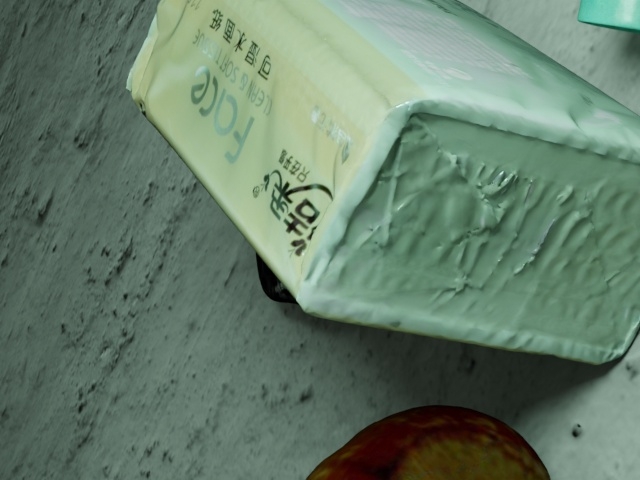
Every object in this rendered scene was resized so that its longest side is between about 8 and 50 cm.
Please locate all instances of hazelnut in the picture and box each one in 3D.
[{"bbox_3d":[0.079,0.248,1.031,0.218,0.234,0.218,37,146,31],"label":"hazelnut"}]

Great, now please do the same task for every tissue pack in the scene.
[{"bbox_3d":[0.065,-0.090,1.077,0.405,0.331,0.205,48,119,52],"label":"tissue pack"}]

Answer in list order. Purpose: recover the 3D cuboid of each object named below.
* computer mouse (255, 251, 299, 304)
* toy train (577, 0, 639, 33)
[{"bbox_3d":[0.000,0.000,1.323,0.233,0.096,0.137,173,100,-74],"label":"computer mouse"},{"bbox_3d":[0.281,-0.262,1.008,0.159,0.101,0.248,16,99,37],"label":"toy train"}]
